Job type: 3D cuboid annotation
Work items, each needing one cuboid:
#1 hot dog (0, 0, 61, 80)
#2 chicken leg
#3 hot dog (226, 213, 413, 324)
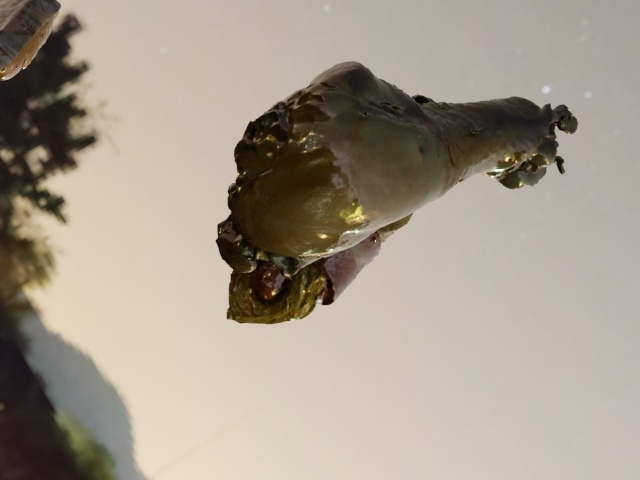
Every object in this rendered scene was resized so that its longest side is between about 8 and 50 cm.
[{"bbox_3d":[-0.433,-0.281,2.055,0.253,0.131,0.069,-67,151,-53],"label":"hot dog"},{"bbox_3d":[0.090,-0.083,1.513,0.152,0.429,0.201,-3,-84,52],"label":"chicken leg"},{"bbox_3d":[-0.003,-0.003,1.645,0.123,0.261,0.093,38,-16,23],"label":"hot dog"}]
